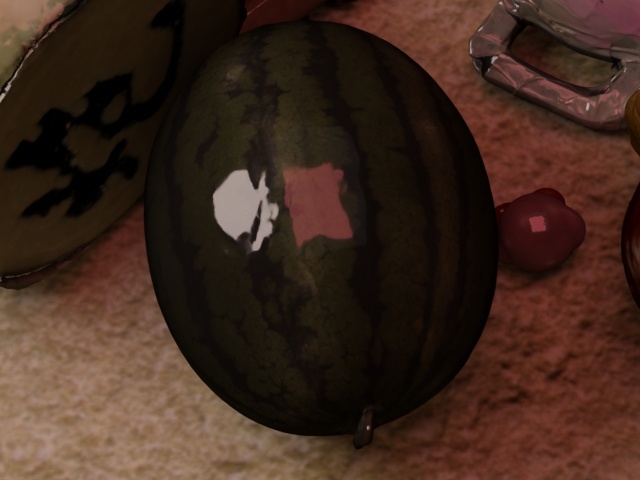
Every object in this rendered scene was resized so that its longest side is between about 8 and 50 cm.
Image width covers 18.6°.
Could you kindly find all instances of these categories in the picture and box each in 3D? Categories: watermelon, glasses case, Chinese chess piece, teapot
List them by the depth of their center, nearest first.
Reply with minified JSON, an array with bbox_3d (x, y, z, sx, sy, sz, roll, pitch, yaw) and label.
[{"bbox_3d":[0.000,0.000,1.539,0.279,0.279,0.359,-11,71,-4],"label":"watermelon"},{"bbox_3d":[-0.217,-0.131,1.560,0.146,0.349,0.349,38,71,20],"label":"Chinese chess piece"},{"bbox_3d":[0.253,-0.214,1.697,0.178,0.163,0.221,38,70,9],"label":"teapot"},{"bbox_3d":[-0.027,-0.231,1.770,0.193,0.070,0.102,-39,40,-12],"label":"glasses case"}]

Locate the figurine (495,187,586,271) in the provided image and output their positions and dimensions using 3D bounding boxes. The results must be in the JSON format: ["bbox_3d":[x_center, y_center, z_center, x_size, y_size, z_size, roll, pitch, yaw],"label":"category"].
[{"bbox_3d":[0.180,-0.006,1.652,0.083,0.067,0.071,-30,46,5],"label":"figurine"}]

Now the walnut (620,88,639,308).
[{"bbox_3d":[0.334,-0.033,1.556,0.222,0.269,0.244,-29,73,2],"label":"walnut"}]
